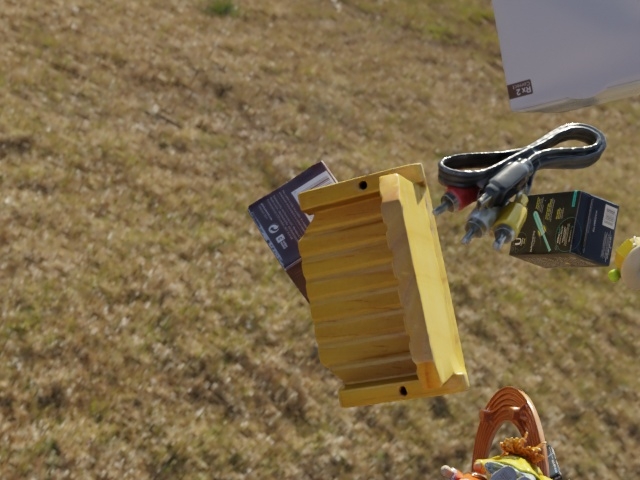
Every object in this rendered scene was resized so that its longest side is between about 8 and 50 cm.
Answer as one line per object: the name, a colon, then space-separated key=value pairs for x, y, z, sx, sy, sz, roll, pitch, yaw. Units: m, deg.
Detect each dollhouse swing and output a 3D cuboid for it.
dollhouse swing: x=0.057 y=0.078 z=1.522 sx=0.305 sy=0.315 sz=0.346 roll=-6 pitch=84 yaw=-62

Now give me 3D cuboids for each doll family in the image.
doll family: x=0.281 y=0.325 z=1.256 sx=0.263 sy=0.118 sz=0.163 roll=34 pitch=5 yaw=13

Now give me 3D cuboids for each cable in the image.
cable: x=0.257 y=-0.087 z=1.349 sx=0.139 sy=0.072 sz=0.287 roll=34 pitch=46 yaw=26

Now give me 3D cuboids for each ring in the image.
ring: x=0.294 y=0.405 z=1.666 sx=0.032 sy=0.336 sz=0.336 roll=6 pitch=47 yaw=-11

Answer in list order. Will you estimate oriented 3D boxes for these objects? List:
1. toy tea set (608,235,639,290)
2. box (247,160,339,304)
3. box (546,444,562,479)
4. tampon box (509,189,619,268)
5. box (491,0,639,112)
toy tea set: x=0.618 y=-0.031 z=1.667 sx=0.200 sy=0.336 sz=0.124 roll=41 pitch=11 yaw=-29
box: x=0.000 y=0.000 z=1.879 sx=0.168 sy=0.167 sz=0.203 roll=57 pitch=-1 yaw=36
box: x=0.451 y=0.463 z=2.079 sx=0.018 sy=0.067 sz=0.083 roll=54 pitch=17 yaw=-29
tampon box: x=0.444 y=-0.018 z=1.869 sx=0.101 sy=0.161 sz=0.120 roll=18 pitch=79 yaw=-29
box: x=0.287 y=-0.237 z=1.060 sx=0.119 sy=0.181 sz=0.181 roll=-9 pitch=89 yaw=-50
